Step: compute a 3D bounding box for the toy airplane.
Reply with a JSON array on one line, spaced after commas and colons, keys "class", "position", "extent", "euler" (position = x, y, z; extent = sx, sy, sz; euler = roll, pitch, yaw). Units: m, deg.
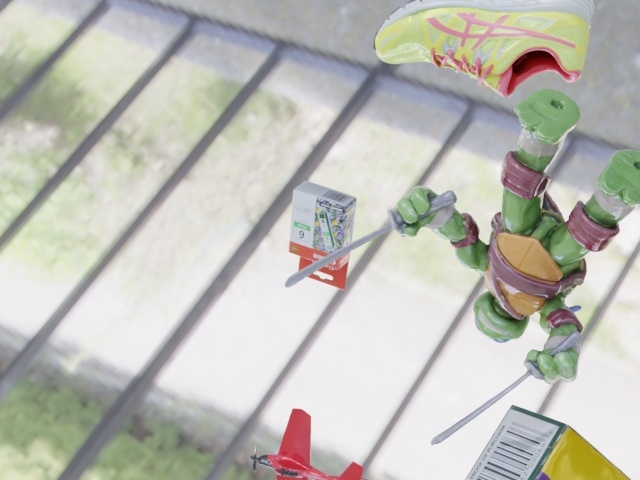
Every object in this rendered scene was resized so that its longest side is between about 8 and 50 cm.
[{"class": "toy airplane", "position": [-0.010, 0.270, 1.942], "extent": [0.151, 0.028, 0.151], "euler": [6, 115, 12]}]

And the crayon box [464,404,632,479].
[{"class": "crayon box", "position": [0.226, 0.408, 1.746], "extent": [0.313, 0.363, 0.106], "euler": [41, 167, -30]}]

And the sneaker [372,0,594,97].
[{"class": "sneaker", "position": [0.150, -0.178, 1.565], "extent": [0.208, 0.094, 0.081], "euler": [-5, 165, 15]}]

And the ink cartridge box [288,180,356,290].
[{"class": "ink cartridge box", "position": [0.000, 0.000, 1.782], "extent": [0.062, 0.029, 0.115], "euler": [19, 121, 22]}]

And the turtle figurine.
[{"class": "turtle figurine", "position": [0.156, 0.022, 1.446], "extent": [0.266, 0.274, 0.198], "euler": [-65, 36, 41]}]
